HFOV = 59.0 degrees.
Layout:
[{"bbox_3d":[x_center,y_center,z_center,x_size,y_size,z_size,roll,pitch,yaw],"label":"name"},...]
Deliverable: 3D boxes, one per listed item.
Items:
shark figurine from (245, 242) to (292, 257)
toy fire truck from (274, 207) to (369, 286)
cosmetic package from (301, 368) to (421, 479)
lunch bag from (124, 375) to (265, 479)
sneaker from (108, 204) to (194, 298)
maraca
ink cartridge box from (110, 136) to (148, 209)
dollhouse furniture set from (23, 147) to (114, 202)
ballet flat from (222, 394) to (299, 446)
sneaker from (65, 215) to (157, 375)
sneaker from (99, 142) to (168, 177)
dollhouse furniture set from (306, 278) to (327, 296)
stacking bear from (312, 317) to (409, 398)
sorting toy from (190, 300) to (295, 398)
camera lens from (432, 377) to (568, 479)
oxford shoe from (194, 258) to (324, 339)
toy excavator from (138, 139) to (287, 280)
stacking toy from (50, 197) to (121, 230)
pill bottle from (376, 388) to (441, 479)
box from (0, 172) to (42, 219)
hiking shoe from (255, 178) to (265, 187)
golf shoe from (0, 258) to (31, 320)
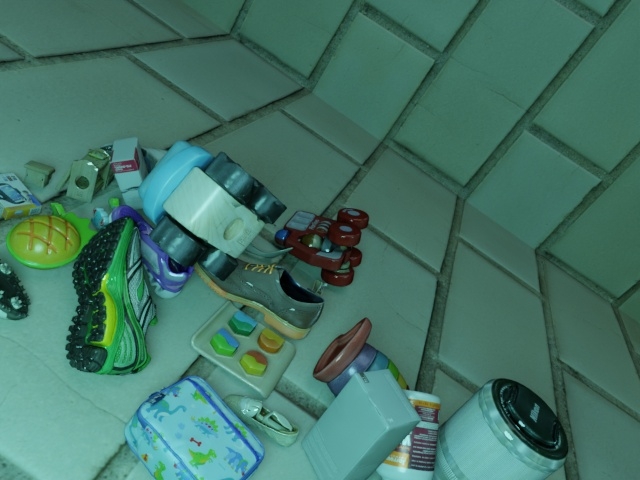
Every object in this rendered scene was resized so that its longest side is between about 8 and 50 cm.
[{"bbox_3d":[-0.218,-0.046,1.559,0.278,0.116,0.166,50,41,11],"label":"shark figurine"},{"bbox_3d":[0.000,0.000,1.717,0.253,0.169,0.302,13,25,10],"label":"toy fire truck"},{"bbox_3d":[0.073,0.372,1.100,0.107,0.238,0.127,6,40,-42],"label":"cosmetic package"},{"bbox_3d":[-0.215,0.350,0.987,0.219,0.090,0.176,45,27,16],"label":"lunch bag"},{"bbox_3d":[-0.363,0.013,1.248,0.236,0.104,0.095,54,38,-11],"label":"sneaker"},{"bbox_3d":[-0.542,-0.002,1.157,0.127,0.099,0.185,50,38,11],"label":"maraca"},{"bbox_3d":[-0.477,-0.167,1.435,0.063,0.150,0.109,-10,41,-7],"label":"ink cartridge box"},{"bbox_3d":[-0.600,-0.190,1.377,0.161,0.101,0.182,18,21,-11],"label":"dollhouse furniture set"},{"bbox_3d":[-0.115,0.349,1.131,0.168,0.052,0.057,33,28,-3],"label":"ballet flat"},{"bbox_3d":[-0.397,0.105,1.112,0.146,0.134,0.344,35,40,-47],"label":"sneaker"},{"bbox_3d":[-0.480,-0.212,1.584,0.297,0.111,0.129,12,19,-42],"label":"sneaker"},{"bbox_3d":[-0.016,0.117,1.565,0.091,0.081,0.114,31,28,-7],"label":"dollhouse furniture set"},{"bbox_3d":[0.137,0.350,1.301,0.289,0.175,0.164,44,46,-2],"label":"stacking bear"},{"bbox_3d":[-0.164,0.235,1.271,0.208,0.038,0.193,36,28,2],"label":"sorting toy"},{"bbox_3d":[0.386,0.461,1.260,0.219,0.274,0.219,26,29,-16],"label":"camera lens"},{"bbox_3d":[-0.154,0.093,1.399,0.363,0.133,0.130,32,29,-5],"label":"oxford shoe"},{"bbox_3d":[-0.299,-0.122,1.312,0.445,0.222,0.433,40,-1,23],"label":"toy excavator"},{"bbox_3d":[-0.492,-0.026,1.307,0.221,0.052,0.167,46,30,22],"label":"stacking toy"},{"bbox_3d":[0.175,0.421,1.155,0.121,0.121,0.221,18,72,-28],"label":"pill bottle"},{"bbox_3d":[-0.688,-0.104,1.243,0.136,0.028,0.081,45,30,15],"label":"box"},{"bbox_3d":[-0.265,-0.143,1.722,0.226,0.086,0.114,16,46,-21],"label":"hiking shoe"},{"bbox_3d":[-0.637,0.065,0.971,0.273,0.120,0.105,44,13,-33],"label":"golf shoe"}]
